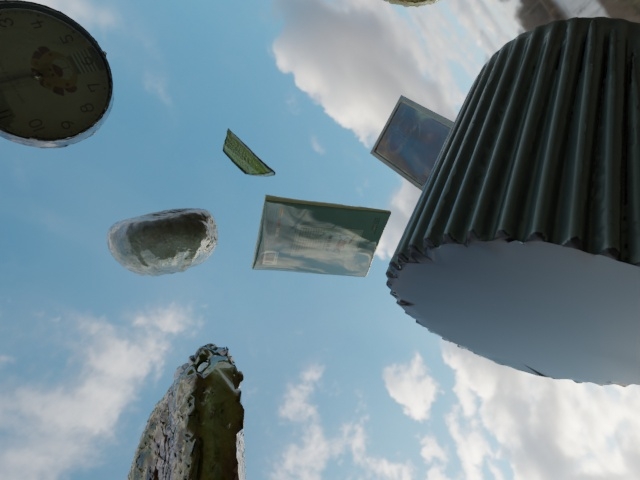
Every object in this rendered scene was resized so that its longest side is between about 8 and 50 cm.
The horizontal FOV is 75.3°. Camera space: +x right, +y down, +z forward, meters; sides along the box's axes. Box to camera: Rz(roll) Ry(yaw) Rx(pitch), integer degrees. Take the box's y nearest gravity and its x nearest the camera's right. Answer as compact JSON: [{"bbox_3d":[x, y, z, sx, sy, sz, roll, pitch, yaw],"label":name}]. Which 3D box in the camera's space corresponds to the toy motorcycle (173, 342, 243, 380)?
[{"bbox_3d":[-0.310,0.371,1.099,0.110,0.260,0.171,34,-116,26],"label":"toy motorcycle"}]

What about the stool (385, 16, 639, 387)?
[{"bbox_3d":[0.268,-0.051,0.477,0.297,0.297,0.330,37,-118,-22],"label":"stool"}]

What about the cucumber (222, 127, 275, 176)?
[{"bbox_3d":[-0.227,-0.247,1.272,0.220,0.070,0.046,44,-175,14],"label":"cucumber"}]

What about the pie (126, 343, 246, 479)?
[{"bbox_3d":[-0.176,0.314,0.542,0.102,0.288,0.355,17,-146,-28],"label":"pie"}]

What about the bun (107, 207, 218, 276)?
[{"bbox_3d":[-0.517,0.005,1.390,0.362,0.361,0.211,-24,-75,-51],"label":"bun"}]

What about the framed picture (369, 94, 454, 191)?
[{"bbox_3d":[0.287,-0.303,1.279,0.020,0.211,0.289,9,-152,-39],"label":"framed picture"}]

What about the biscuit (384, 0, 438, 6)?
[{"bbox_3d":[0.172,-0.608,0.887,0.265,0.188,0.040,37,-174,7],"label":"biscuit"}]

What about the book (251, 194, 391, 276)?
[{"bbox_3d":[0.000,0.000,1.232,0.379,0.264,0.031,6,-142,-17],"label":"book"}]

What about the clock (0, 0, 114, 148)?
[{"bbox_3d":[-0.622,-0.363,0.912,0.312,0.061,0.313,0,-91,-32],"label":"clock"}]
